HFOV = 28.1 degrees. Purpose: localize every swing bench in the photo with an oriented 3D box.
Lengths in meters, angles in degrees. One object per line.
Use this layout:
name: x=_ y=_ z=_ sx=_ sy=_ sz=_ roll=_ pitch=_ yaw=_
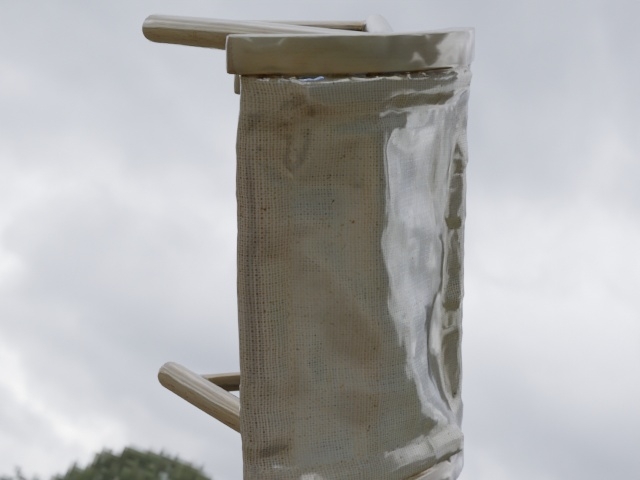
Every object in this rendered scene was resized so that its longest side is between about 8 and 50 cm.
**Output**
swing bench: x=0.000 y=0.000 z=0.743 sx=0.165 sy=0.253 sz=0.254 roll=-3 pitch=14 yaw=-17
